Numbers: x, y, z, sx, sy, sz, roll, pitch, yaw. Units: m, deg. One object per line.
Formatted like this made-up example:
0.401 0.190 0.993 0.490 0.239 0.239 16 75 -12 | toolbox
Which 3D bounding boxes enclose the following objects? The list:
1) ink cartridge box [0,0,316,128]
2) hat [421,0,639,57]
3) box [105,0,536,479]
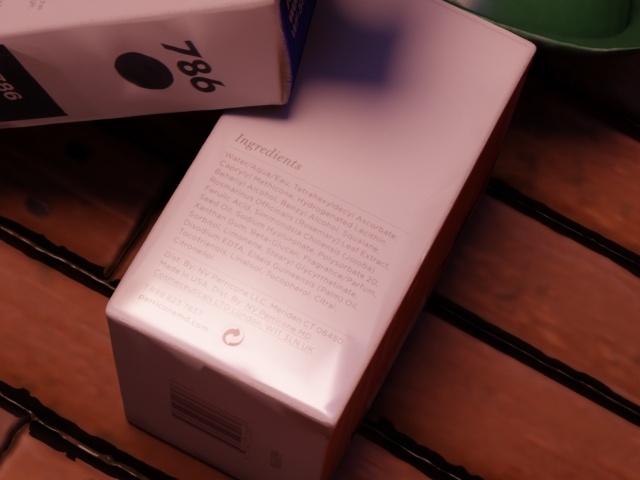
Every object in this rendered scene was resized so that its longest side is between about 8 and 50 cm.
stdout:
-0.091 -0.125 0.622 0.332 0.065 0.165 -2 57 29 | ink cartridge box
0.097 -0.201 0.661 0.173 0.184 0.208 15 28 -13 | hat
0.000 0.000 0.627 0.091 0.130 0.170 26 68 8 | box
